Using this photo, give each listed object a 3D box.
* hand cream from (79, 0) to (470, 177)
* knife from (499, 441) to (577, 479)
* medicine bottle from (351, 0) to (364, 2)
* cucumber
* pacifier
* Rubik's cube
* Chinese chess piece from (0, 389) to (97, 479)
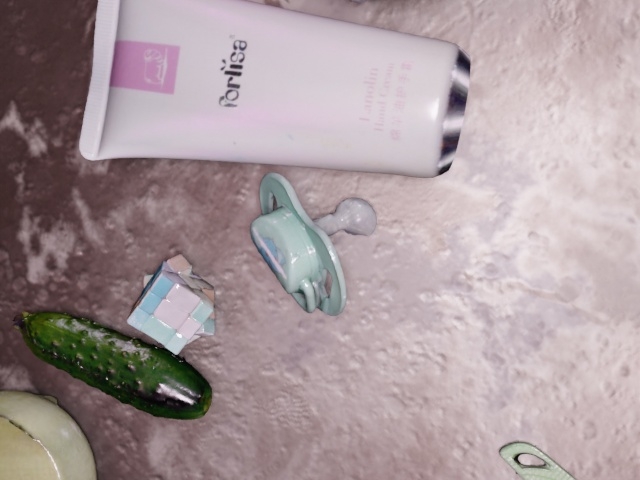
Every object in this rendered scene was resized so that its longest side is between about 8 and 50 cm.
[{"bbox_3d":[-0.046,-0.141,0.783,0.358,0.118,0.185,9,97,10],"label":"hand cream"},{"bbox_3d":[0.283,0.283,0.778,0.293,0.020,0.043,40,100,9],"label":"knife"},{"bbox_3d":[0.151,-0.329,0.701,0.316,0.202,0.202,-11,89,11],"label":"medicine bottle"},{"bbox_3d":[-0.211,0.120,0.859,0.227,0.069,0.069,20,95,15],"label":"cucumber"},{"bbox_3d":[0.000,0.000,0.804,0.116,0.127,0.150,-23,53,-25],"label":"pacifier"},{"bbox_3d":[-0.141,0.064,0.840,0.075,0.073,0.084,-37,108,4],"label":"Rubik's cube"},{"bbox_3d":[-0.322,0.247,0.878,0.188,0.083,0.188,1,95,12],"label":"Chinese chess piece"}]
